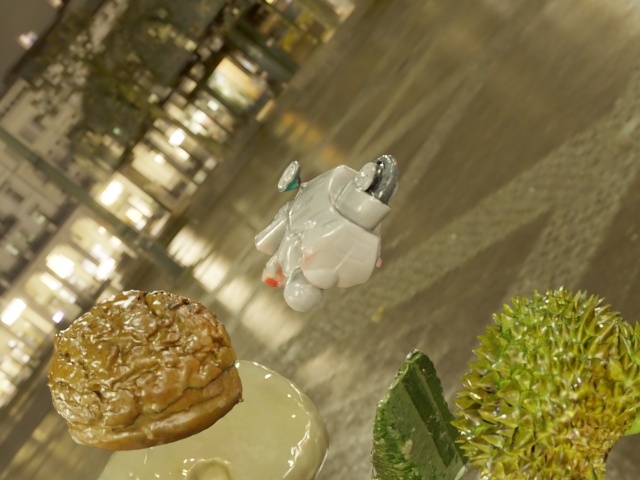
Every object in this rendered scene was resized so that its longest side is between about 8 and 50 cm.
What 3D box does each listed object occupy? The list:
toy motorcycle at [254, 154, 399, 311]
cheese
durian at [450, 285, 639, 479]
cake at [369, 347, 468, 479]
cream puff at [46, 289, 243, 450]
[{"bbox_3d":[0.000,0.000,1.342,0.260,0.110,0.171,-25,39,59],"label":"toy motorcycle"},{"bbox_3d":[-0.106,0.244,1.318,0.248,0.173,0.251,-44,-12,0],"label":"cheese"},{"bbox_3d":[0.213,0.144,1.108,0.200,0.176,0.237,-53,-19,-13],"label":"durian"},{"bbox_3d":[0.087,0.208,1.383,0.099,0.235,0.100,17,58,34],"label":"cake"},{"bbox_3d":[-0.145,0.100,1.006,0.165,0.150,0.115,-29,-57,-60],"label":"cream puff"}]
